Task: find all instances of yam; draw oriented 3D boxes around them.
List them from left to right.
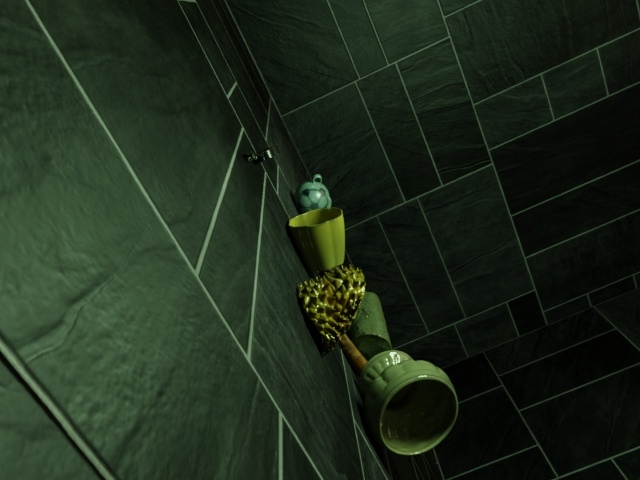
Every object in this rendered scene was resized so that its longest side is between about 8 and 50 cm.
[{"bbox_3d":[0.181,0.336,2.144,0.268,0.161,0.161,-96,162,-52],"label":"yam"}]

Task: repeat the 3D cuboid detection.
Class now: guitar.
[{"bbox_3d":[-0.192,-0.269,1.760,0.271,0.084,0.038,-58,126,-75],"label":"guitar"}]

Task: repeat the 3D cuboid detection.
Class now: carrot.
[{"bbox_3d":[0.106,0.383,1.896,0.209,0.061,0.061,57,9,-27],"label":"carrot"}]

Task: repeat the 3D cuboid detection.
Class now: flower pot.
[{"bbox_3d":[0.000,0.000,1.894,0.195,0.195,0.179,-96,174,-71],"label":"flower pot"},{"bbox_3d":[0.265,0.498,1.768,0.307,0.307,0.244,63,-7,-23],"label":"flower pot"}]

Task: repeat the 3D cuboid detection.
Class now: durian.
[{"bbox_3d":[0.044,0.155,1.590,0.185,0.196,0.305,57,11,-20],"label":"durian"}]

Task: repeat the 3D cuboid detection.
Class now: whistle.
[{"bbox_3d":[-0.043,-0.148,2.358,0.163,0.163,0.289,-104,-154,-59],"label":"whistle"}]

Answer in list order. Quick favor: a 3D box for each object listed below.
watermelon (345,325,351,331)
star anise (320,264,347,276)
[{"bbox_3d":[0.063,0.260,1.847,0.078,0.078,0.110,61,2,-41],"label":"watermelon"},{"bbox_3d":[0.068,0.149,2.190,0.272,0.102,0.272,-26,90,-89],"label":"star anise"}]
